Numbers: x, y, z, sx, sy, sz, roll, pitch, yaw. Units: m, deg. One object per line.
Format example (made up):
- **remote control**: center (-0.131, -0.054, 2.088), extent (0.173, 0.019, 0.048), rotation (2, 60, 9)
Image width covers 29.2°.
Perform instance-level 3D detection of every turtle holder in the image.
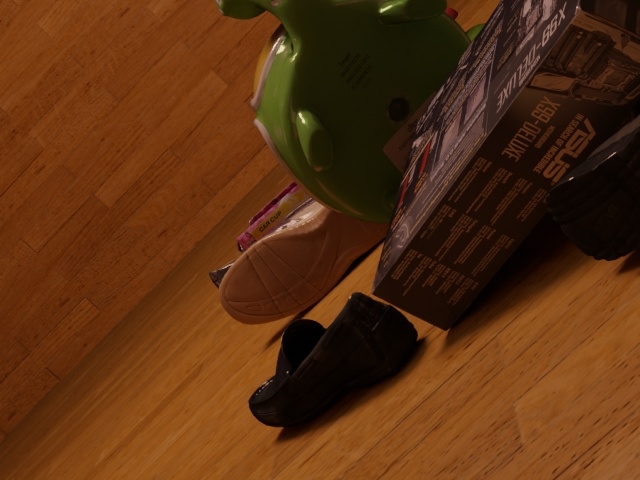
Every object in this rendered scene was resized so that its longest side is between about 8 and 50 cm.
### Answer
- **turtle holder**: center (0.018, -0.156, 1.314), extent (0.227, 0.320, 0.243), rotation (25, 101, 61)

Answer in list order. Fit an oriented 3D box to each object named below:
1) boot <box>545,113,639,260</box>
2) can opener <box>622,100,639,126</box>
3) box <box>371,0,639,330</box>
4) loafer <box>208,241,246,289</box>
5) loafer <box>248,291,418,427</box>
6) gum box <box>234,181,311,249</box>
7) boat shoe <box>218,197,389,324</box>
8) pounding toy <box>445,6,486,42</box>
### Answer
- **boot**: center (0.247, -0.081, 0.730), extent (0.161, 0.083, 0.246), rotation (-44, 8, -25)
- **can opener**: center (0.289, -0.175, 1.050), extent (0.093, 0.074, 0.280), rotation (-4, 28, 21)
- **box**: center (0.157, -0.113, 0.959), extent (0.307, 0.077, 0.242), rotation (-57, 10, 41)
- **loafer**: center (-0.117, 0.022, 2.087), extent (0.170, 0.061, 0.062), rotation (-48, 7, -18)
- **loafer**: center (-0.004, 0.103, 1.077), extent (0.223, 0.078, 0.076), rotation (-36, 12, 49)
- **gum box**: center (-0.018, -0.020, 1.637), extent (0.188, 0.107, 0.062), rotation (-39, 11, 40)
- **boat shoe**: center (0.000, 0.000, 1.507), extent (0.285, 0.103, 0.092), rotation (-40, 4, 15)
- **pounding toy**: center (0.175, -0.260, 1.823), extent (0.237, 0.110, 0.183), rotation (-44, 8, 11)
